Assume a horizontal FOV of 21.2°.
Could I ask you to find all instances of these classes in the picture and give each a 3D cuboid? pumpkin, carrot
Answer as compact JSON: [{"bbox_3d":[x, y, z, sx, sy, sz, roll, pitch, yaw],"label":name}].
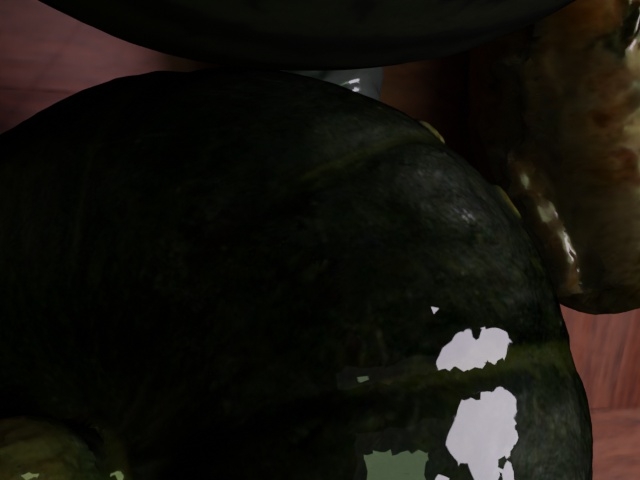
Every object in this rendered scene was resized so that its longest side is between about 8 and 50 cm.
[{"bbox_3d":[-0.049,0.080,0.629,0.207,0.300,0.300,14,97,-63],"label":"pumpkin"},{"bbox_3d":[0.132,-0.116,0.812,0.139,0.139,0.301,-14,107,-34],"label":"carrot"}]

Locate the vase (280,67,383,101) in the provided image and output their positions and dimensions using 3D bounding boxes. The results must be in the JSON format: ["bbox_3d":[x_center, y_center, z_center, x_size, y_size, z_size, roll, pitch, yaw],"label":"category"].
[{"bbox_3d":[0.000,0.000,0.773,0.115,0.115,0.237,-13,110,-34],"label":"vase"}]

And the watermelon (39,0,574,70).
[{"bbox_3d":[0.008,-0.198,0.584,0.359,0.279,0.278,-5,109,-30],"label":"watermelon"}]
